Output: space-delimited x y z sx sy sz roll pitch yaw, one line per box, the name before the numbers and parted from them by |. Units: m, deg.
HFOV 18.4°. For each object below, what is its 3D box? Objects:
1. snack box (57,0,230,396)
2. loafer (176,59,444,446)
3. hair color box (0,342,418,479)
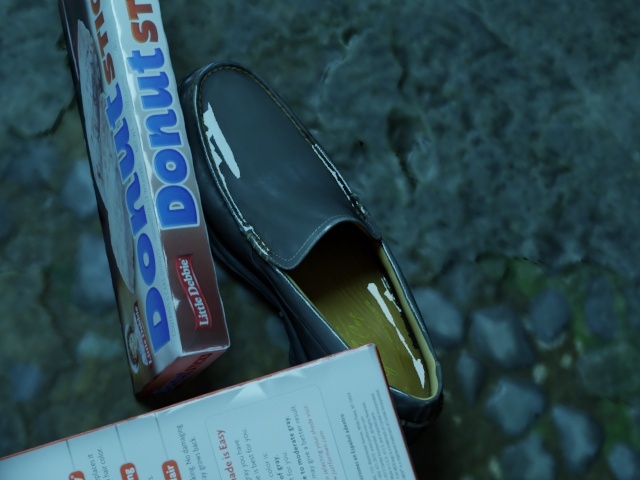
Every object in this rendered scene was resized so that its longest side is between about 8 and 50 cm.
snack box | -0.069 -0.035 0.741 0.022 0.064 0.178 -6 75 -24
loafer | 0.000 0.000 0.756 0.062 0.061 0.170 -30 84 -26
hair color box | -0.037 0.092 0.693 0.141 0.043 0.072 -17 79 0
